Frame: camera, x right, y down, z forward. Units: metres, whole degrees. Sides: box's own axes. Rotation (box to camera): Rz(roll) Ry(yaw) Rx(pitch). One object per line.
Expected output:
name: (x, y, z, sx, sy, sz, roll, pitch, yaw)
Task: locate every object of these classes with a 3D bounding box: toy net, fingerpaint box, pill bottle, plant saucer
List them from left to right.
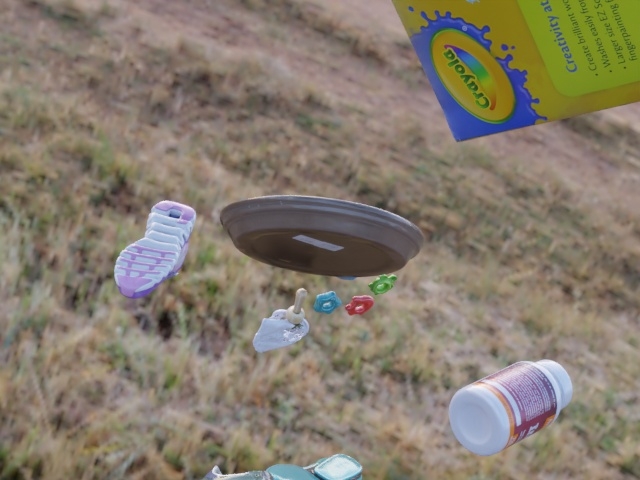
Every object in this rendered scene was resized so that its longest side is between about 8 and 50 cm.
toy net: (-0.004, 0.093, 2.059, 0.122, 0.232, 0.045, 35, 25, -43)
plant saucer: (0.000, 0.000, 1.851, 0.278, 0.278, 0.041, 13, 73, -16)
pill bottle: (0.230, 0.193, 1.635, 0.152, 0.086, 0.086, -18, 50, -42)
fingerpaint box: (0.216, -0.345, 1.232, 0.445, 0.371, 0.163, 61, 37, -24)

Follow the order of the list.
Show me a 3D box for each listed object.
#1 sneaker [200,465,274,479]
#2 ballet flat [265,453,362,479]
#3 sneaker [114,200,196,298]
sneaker: (-0.070, 0.304, 1.604, 0.192, 0.064, 0.086, 3, 43, 30)
ballet flat: (-0.018, 0.359, 1.932, 0.083, 0.087, 0.247, 31, 12, 25)
sneaker: (-0.283, 0.035, 2.395, 0.095, 0.104, 0.236, 16, 39, 9)
